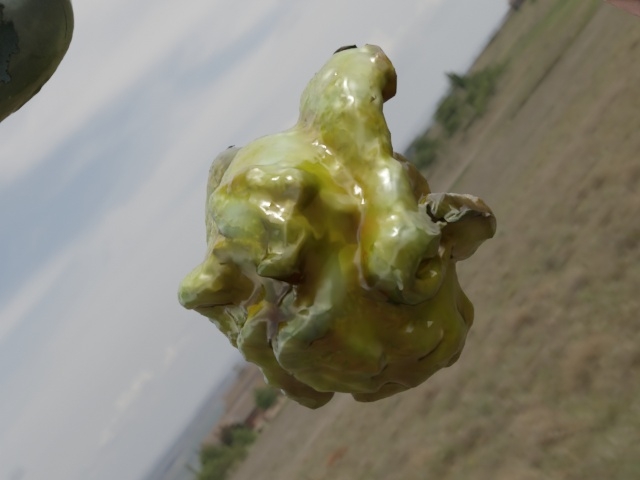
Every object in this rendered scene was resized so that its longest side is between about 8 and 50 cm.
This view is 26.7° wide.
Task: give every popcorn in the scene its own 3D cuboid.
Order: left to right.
[{"bbox_3d":[-0.002,0.010,1.267,0.290,0.325,0.321,-49,-30,-29],"label":"popcorn"}]

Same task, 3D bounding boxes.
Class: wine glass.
[{"bbox_3d":[-0.252,-0.229,1.188,0.321,0.143,0.143,-55,0,-16],"label":"wine glass"}]

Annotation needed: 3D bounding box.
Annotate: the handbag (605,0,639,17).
[{"bbox_3d":[0.273,-0.253,1.019,0.205,0.116,0.179,-36,41,53],"label":"handbag"}]
